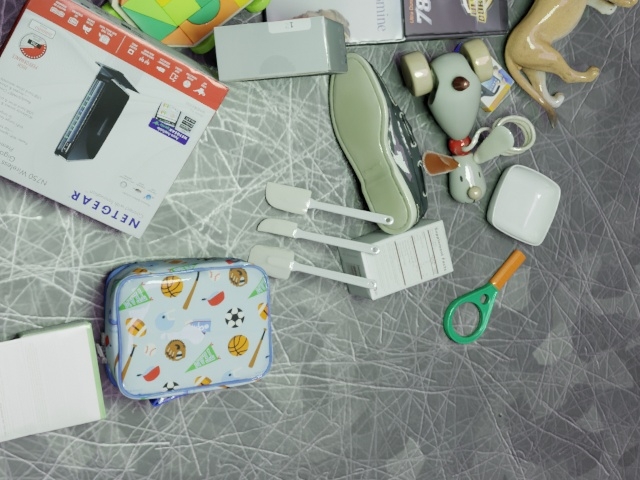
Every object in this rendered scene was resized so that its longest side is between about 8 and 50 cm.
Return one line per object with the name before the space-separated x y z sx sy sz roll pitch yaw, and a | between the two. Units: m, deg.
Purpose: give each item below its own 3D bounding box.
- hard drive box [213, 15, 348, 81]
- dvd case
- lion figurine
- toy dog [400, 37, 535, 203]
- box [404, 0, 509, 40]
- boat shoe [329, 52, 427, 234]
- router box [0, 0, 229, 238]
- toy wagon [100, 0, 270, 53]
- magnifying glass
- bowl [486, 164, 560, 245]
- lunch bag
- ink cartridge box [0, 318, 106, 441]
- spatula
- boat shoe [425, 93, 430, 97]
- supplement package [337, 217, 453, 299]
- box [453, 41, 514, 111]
hard drive box | -0.059 -0.315 1.718 0.181 0.232 0.089 -4 99 9
dvd case | 0.023 -0.435 1.841 0.253 0.022 0.180 -4 97 -2
lion figurine | 0.458 -0.442 2.023 0.240 0.142 0.392 26 89 -17
toy dog | 0.270 -0.214 1.910 0.220 0.161 0.334 -35 116 8
box | 0.195 -0.518 1.911 0.293 0.073 0.296 -5 96 -16
boat shoe | 0.121 -0.185 1.911 0.113 0.127 0.340 -20 86 -49
router box | -0.366 -0.205 1.653 0.335 0.082 0.301 26 105 -24
toy wagon | -0.239 -0.412 1.680 0.344 0.068 0.267 -37 140 5
magnifying glass | 0.334 0.111 2.086 0.231 0.026 0.092 -47 111 -11
bowl | 0.402 -0.073 2.080 0.142 0.053 0.142 24 86 -24
lunch bag | -0.234 0.155 1.787 0.303 0.115 0.243 -5 100 -24
ink cartridge box | -0.486 0.238 1.713 0.235 0.056 0.171 -10 99 -20
spatula | 0.000 0.000 1.864 0.242 0.019 0.168 13 84 6
boat shoe | 0.244 -0.270 1.994 0.125 0.046 0.038 16 84 -33
supplement package | 0.141 0.032 1.945 0.179 0.105 0.105 -18 100 -22
box | 0.311 -0.327 2.027 0.136 0.028 0.081 41 79 -24
